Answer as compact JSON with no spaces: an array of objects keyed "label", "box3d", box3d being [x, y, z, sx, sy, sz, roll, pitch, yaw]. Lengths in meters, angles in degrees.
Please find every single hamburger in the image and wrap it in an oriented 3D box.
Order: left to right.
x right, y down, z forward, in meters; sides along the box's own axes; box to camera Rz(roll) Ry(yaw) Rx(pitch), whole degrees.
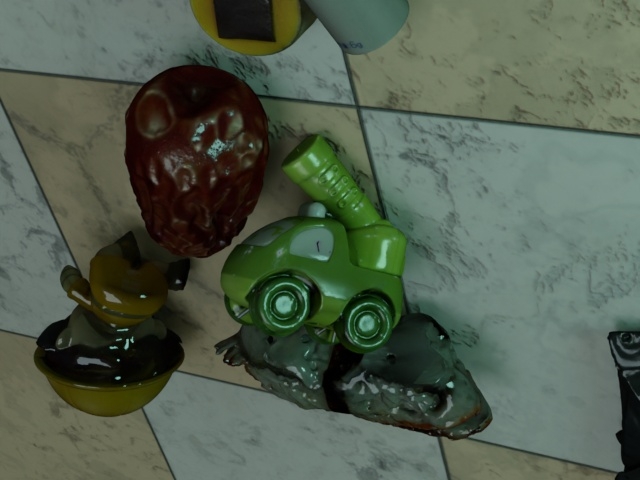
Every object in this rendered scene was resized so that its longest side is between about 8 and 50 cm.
[{"label":"hamburger","box3d":[-0.066,-0.237,1.186,0.141,0.081,0.126,-6,130,24]}]

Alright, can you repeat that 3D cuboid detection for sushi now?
[{"label":"sushi","box3d":[0.039,0.137,1.470,0.332,0.124,0.130,8,146,27]}]

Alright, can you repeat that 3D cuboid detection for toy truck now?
[{"label":"toy truck","box3d":[0.009,0.019,1.342,0.187,0.210,0.148,31,171,-16]}]

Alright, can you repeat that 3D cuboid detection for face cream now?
[{"label":"face cream","box3d":[-0.016,-0.267,1.076,0.077,0.077,0.250,-3,143,37]}]

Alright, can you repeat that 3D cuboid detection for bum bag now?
[{"label":"bum bag","box3d":[0.365,0.194,1.349,0.123,0.060,0.248,9,135,30]}]

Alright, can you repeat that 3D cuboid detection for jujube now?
[{"label":"jujube","box3d":[-0.132,-0.079,1.350,0.155,0.155,0.230,26,149,11]}]

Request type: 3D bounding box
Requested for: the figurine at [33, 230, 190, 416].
[{"label":"figurine","box3d":[-0.264,0.119,1.625,0.192,0.167,0.257,7,139,-10]}]
